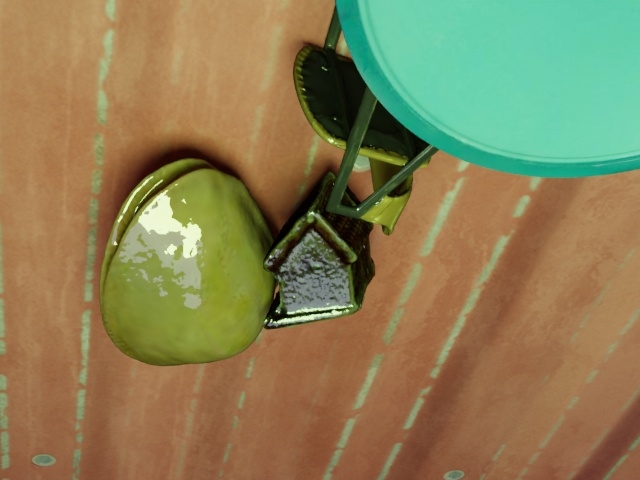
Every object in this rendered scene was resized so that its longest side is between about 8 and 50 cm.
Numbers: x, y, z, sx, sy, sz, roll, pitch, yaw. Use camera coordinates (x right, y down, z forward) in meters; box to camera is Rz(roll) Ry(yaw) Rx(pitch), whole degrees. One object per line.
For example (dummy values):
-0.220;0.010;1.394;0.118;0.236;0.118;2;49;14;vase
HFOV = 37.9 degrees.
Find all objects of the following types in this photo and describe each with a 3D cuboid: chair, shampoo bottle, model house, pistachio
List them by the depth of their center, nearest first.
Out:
0.153;-0.275;0.598;0.331;0.343;0.331;-4;137;-4;shampoo bottle
0.056;-0.125;0.880;0.172;0.159;0.247;17;131;-26;chair
-0.149;0.029;1.016;0.212;0.163;0.260;-43;140;-18;pistachio
0.002;-0.004;1.017;0.106;0.165;0.152;4;122;12;model house
